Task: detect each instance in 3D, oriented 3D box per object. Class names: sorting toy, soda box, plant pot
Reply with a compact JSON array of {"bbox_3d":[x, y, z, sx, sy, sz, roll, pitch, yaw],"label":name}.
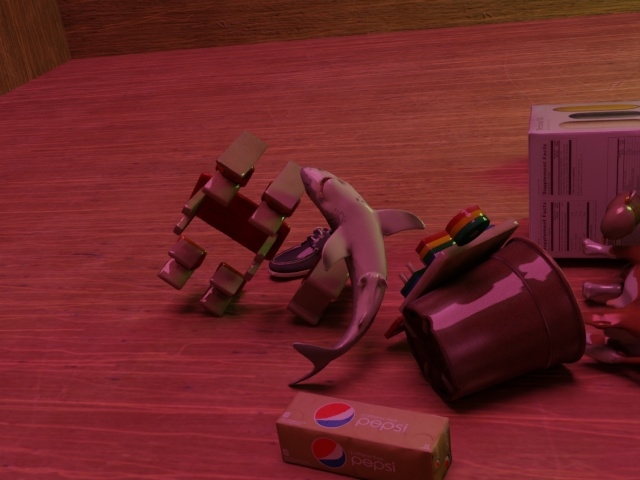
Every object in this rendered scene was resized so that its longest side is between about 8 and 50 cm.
[{"bbox_3d":[0.159,0.027,1.038,0.132,0.274,0.046,-22,65,-32],"label":"sorting toy"},{"bbox_3d":[0.047,0.217,0.895,0.182,0.058,0.061,4,28,26],"label":"soda box"},{"bbox_3d":[0.198,0.104,0.989,0.165,0.166,0.167,-24,28,-12],"label":"plant pot"}]

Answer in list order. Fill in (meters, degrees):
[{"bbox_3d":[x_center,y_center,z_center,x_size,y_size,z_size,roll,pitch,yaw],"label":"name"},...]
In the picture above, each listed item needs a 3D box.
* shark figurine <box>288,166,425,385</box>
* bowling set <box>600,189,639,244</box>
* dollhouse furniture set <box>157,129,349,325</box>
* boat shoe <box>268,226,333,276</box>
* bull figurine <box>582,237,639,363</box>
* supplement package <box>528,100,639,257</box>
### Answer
[{"bbox_3d":[0.039,0.053,1.079,0.166,0.278,0.116,7,-16,-13],"label":"shark figurine"},{"bbox_3d":[0.500,-0.093,1.035,0.200,0.286,0.154,27,19,18],"label":"bowling set"},{"bbox_3d":[-0.076,-0.004,1.199,0.259,0.262,0.135,33,42,-2],"label":"dollhouse furniture set"},{"bbox_3d":[0.000,0.000,1.360,0.206,0.064,0.075,-22,28,-26],"label":"boat shoe"},{"bbox_3d":[0.424,0.064,1.059,0.189,0.101,0.310,0,22,30],"label":"bull figurine"},{"bbox_3d":[0.454,-0.098,1.258,0.263,0.197,0.199,0,21,16],"label":"supplement package"}]
